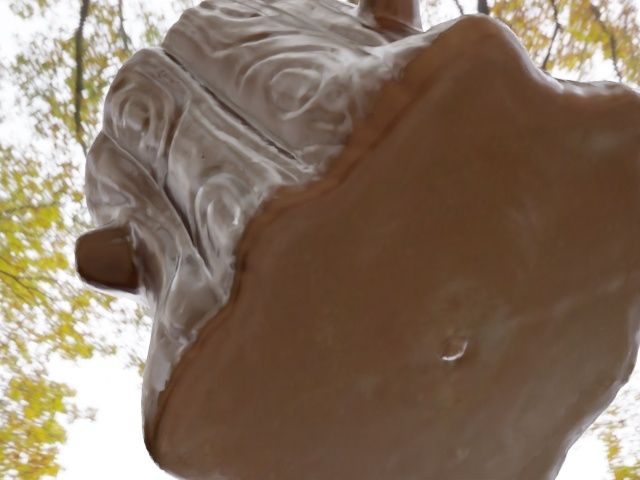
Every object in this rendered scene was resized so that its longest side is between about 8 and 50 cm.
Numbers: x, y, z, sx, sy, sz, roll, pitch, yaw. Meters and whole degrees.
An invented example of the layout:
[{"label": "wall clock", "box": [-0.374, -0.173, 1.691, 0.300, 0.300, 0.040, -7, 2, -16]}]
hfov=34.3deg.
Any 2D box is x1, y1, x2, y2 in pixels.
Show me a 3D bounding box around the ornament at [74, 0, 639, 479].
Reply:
[{"label": "ornament", "box": [0.000, 0.000, 0.465, 0.221, 0.235, 0.217, -23, -148, -16]}]
